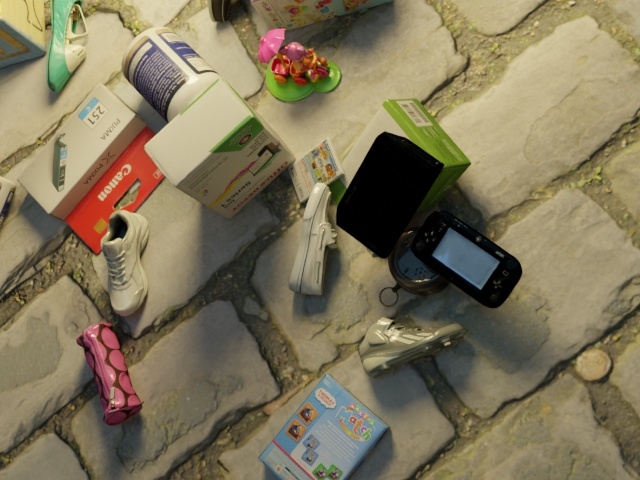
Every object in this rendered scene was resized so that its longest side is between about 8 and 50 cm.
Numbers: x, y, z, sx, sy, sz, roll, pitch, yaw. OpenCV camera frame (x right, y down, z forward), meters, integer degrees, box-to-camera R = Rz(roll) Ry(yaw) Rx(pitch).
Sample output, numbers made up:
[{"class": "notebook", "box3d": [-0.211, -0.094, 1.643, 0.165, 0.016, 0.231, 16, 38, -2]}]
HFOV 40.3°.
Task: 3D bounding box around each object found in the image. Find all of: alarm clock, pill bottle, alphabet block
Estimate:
[{"class": "alarm clock", "box3d": [0.183, 0.053, 1.677, 0.129, 0.064, 0.192, 43, 95, 22]}, {"class": "pill bottle", "box3d": [-0.296, -0.328, 1.878, 0.153, 0.153, 0.265, -45, 67, 3]}, {"class": "alphabet block", "box3d": [-0.786, -0.545, 2.074, 0.193, 0.192, 0.197, -12, 72, 13]}, {"class": "pill bottle", "box3d": [-0.781, -0.063, 1.989, 0.112, 0.112, 0.187, 17, 81, 21]}]

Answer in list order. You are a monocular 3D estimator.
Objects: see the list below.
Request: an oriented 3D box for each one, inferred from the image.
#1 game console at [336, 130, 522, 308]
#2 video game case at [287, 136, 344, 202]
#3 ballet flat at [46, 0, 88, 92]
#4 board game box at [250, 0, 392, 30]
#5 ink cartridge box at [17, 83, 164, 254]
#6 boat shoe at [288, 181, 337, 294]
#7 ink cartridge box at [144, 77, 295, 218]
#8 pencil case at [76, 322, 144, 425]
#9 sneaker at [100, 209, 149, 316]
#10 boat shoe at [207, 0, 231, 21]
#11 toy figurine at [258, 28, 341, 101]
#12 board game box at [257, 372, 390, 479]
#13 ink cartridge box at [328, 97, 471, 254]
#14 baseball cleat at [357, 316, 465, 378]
[{"class": "game console", "box3d": [0.208, -0.025, 1.593, 0.361, 0.044, 0.213, 36, 115, 15]}, {"class": "video game case", "box3d": [-0.011, -0.144, 1.789, 0.122, 0.011, 0.087, -34, 66, 33]}, {"class": "ballet flat", "box3d": [-0.594, -0.471, 2.054, 0.087, 0.083, 0.247, -2, 77, 3]}, {"class": "board game box", "box3d": [-0.003, -0.566, 1.849, 0.275, 0.144, 0.142, -12, 72, 14]}, {"class": "ink cartridge box", "box3d": [-0.498, -0.163, 1.949, 0.261, 0.066, 0.296, 41, 91, 24]}, {"class": "boat shoe", "box3d": [0.000, 0.000, 1.747, 0.075, 0.083, 0.226, 14, 93, 10]}, {"class": "ink cartridge box", "box3d": [-0.191, -0.174, 1.739, 0.201, 0.278, 0.117, -41, 71, 4]}, {"class": "pencil case", "box3d": [-0.439, 0.271, 1.800, 0.095, 0.098, 0.209, -31, 68, 8]}, {"class": "sneaker", "box3d": [-0.428, 0.043, 1.845, 0.090, 0.115, 0.232, -8, 74, 16]}, {"class": "boat shoe", "box3d": [-0.203, -0.583, 1.907, 0.068, 0.228, 0.081, 11, 35, 4]}, {"class": "toy figurine", "box3d": [-0.059, -0.376, 1.810, 0.173, 0.159, 0.130, 12, 80, 20]}, {"class": "board game box", "box3d": [0.006, 0.386, 1.658, 0.160, 0.039, 0.211, 39, 91, 22]}, {"class": "ink cartridge box", "box3d": [0.144, -0.127, 1.725, 0.189, 0.097, 0.255, 54, 130, 21]}, {"class": "baseball cleat", "box3d": [0.165, 0.180, 1.643, 0.205, 0.072, 0.109, -24, 64, 7]}]
